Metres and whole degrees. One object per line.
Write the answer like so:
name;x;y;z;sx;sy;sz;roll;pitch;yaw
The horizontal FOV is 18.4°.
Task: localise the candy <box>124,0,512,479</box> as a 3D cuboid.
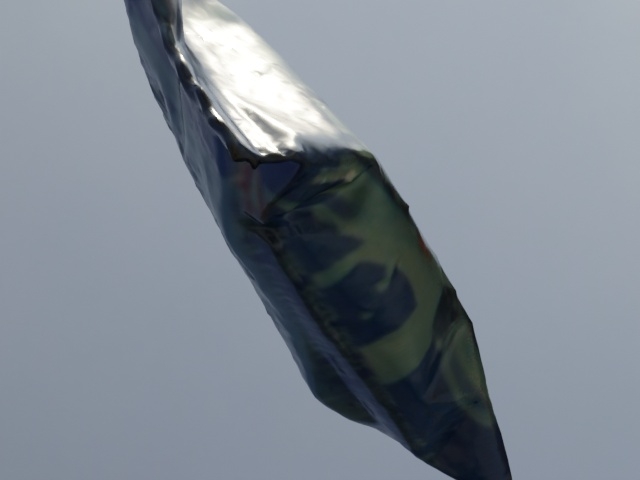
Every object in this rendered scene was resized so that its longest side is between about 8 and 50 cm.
candy;0.000;0.000;0.862;0.077;0.187;0.331;-32;-44;-1
